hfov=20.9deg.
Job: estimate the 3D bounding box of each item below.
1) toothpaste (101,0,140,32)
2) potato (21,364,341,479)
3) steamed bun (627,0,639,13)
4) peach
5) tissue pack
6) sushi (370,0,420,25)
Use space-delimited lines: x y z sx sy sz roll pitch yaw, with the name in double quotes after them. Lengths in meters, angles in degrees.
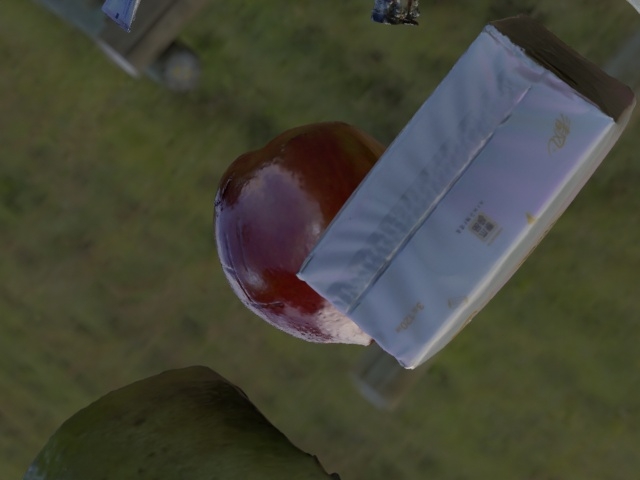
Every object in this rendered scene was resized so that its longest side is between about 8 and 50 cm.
-0.197 -0.306 1.916 0.045 0.170 0.028 39 -143 10 "toothpaste"
-0.097 0.292 1.331 0.280 0.213 0.330 9 107 58 "potato"
0.358 -0.356 1.627 0.276 0.289 0.203 3 -152 -48 "steamed bun"
0.000 0.000 1.494 0.197 0.197 0.197 40 174 5 "peach"
0.111 -0.040 1.244 0.124 0.225 0.185 40 -163 8 "tissue pack"
0.080 -0.243 1.755 0.044 0.046 0.083 14 -167 15 "sushi"
